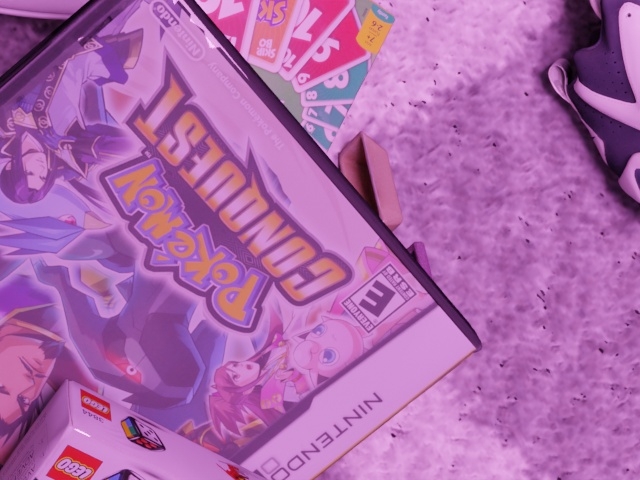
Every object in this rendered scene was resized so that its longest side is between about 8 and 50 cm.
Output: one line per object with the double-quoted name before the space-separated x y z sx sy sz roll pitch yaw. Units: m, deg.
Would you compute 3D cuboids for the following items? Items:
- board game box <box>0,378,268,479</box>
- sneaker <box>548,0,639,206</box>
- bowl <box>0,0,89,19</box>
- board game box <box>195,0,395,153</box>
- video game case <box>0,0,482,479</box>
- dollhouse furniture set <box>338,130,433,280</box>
"board game box" -0.059 0.224 0.686 0.305 0.053 0.193 31 104 -22
"sneaker" 0.230 -0.136 0.721 0.153 0.094 0.235 44 126 2
"bowl" -0.150 -0.194 0.717 0.141 0.053 0.142 4 91 -8
"board game box" -0.067 -0.045 0.712 0.124 0.039 0.259 29 88 -27
"video game case" -0.091 0.035 0.658 0.248 0.035 0.275 -39 110 6
"dollhouse furniture set" 0.000 0.000 0.740 0.081 0.091 0.114 3 62 -28
